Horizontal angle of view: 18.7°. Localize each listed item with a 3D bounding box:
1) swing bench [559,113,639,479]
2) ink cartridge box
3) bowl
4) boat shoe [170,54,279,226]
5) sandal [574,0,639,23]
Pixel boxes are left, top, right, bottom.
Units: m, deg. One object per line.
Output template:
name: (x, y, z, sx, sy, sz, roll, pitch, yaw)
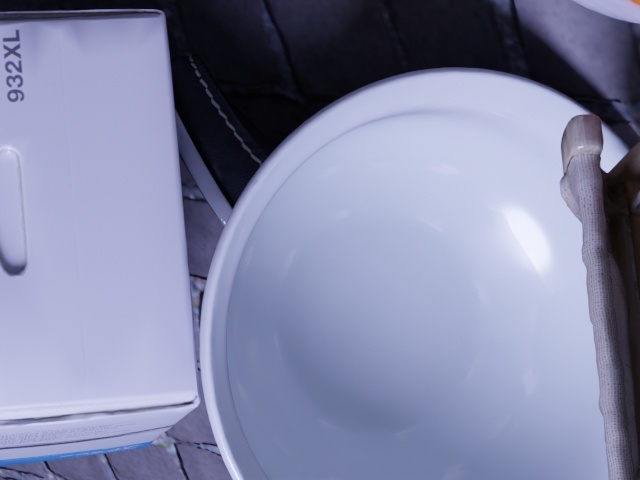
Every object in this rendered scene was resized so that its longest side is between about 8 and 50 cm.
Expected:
swing bench: (0.219, 0.048, 0.924, 0.165, 0.253, 0.255, 11, 153, -32)
ink cartridge box: (-0.158, 0.011, 1.161, 0.307, 0.129, 0.223, 136, 130, -75)
bowl: (0.053, 0.050, 1.109, 0.298, 0.298, 0.134, 54, 164, -16)
boat shoe: (0.000, 0.000, 1.221, 0.091, 0.114, 0.302, -32, 107, 5)
sandal: (0.190, -0.170, 0.913, 0.102, 0.076, 0.265, 33, 158, -25)
